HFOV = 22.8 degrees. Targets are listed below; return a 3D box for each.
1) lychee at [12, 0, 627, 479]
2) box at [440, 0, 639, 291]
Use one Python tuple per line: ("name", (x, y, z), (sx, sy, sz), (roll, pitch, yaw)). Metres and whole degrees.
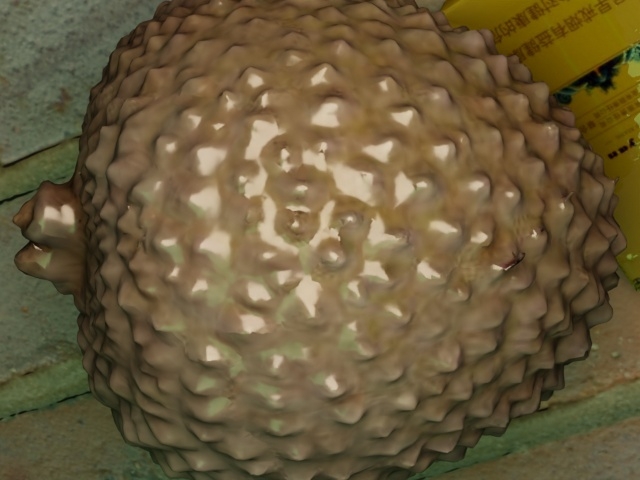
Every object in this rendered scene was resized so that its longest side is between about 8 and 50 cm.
("lychee", (0.000, 0.000, 1.133), (0.432, 0.380, 0.380), (1, 120, -12))
("box", (0.229, -0.105, 1.200), (0.153, 0.041, 0.279), (-31, 107, 25))
